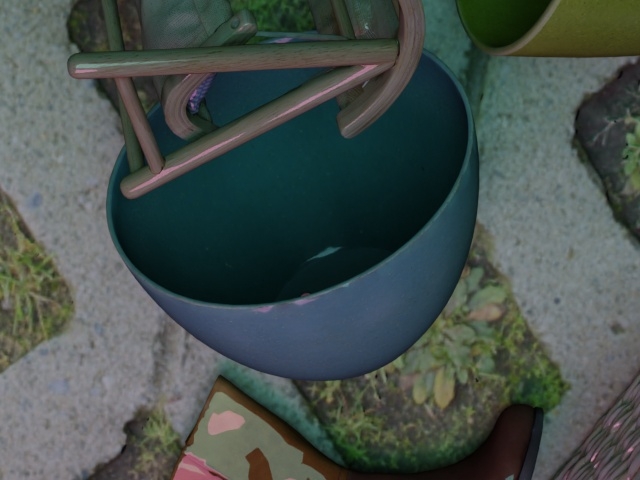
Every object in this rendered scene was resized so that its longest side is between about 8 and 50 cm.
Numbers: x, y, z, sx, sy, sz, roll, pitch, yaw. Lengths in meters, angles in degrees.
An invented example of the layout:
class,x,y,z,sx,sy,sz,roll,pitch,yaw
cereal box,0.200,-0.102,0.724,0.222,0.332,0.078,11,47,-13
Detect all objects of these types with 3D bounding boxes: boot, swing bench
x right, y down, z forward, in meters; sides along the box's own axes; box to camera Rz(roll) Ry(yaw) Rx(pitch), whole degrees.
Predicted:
class,x,y,z,sx,sy,sz,roll,pitch,yaw
boot,0.027,0.198,1.387,0.280,0.096,0.264,32,106,2
swing bench,-0.064,-0.202,1.204,0.254,0.253,0.165,-15,144,1

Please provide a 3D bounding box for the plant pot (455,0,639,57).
class,x,y,z,sx,sy,sz,roll,pitch,yaw
plant pot,0.289,-0.256,1.223,0.293,0.275,0.275,7,100,-17

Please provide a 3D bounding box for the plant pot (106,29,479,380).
class,x,y,z,sx,sy,sz,roll,pitch,yaw
plant pot,0.000,0.000,1.265,0.290,0.290,0.195,-20,135,3

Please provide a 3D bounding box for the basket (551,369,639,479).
class,x,y,z,sx,sy,sz,roll,pitch,yaw
basket,0.360,0.264,1.291,0.331,0.266,0.328,37,98,-7
